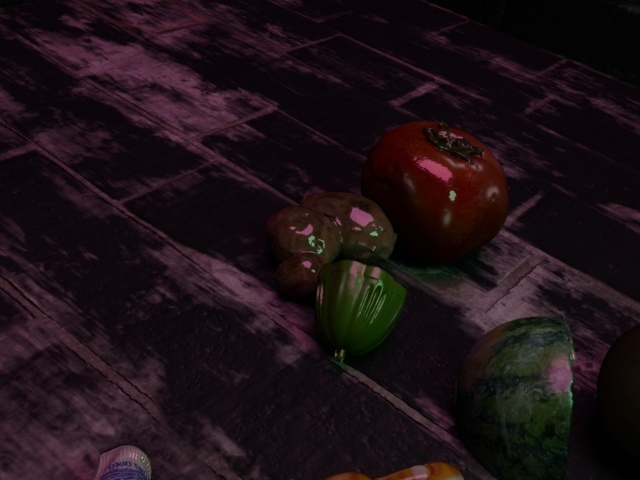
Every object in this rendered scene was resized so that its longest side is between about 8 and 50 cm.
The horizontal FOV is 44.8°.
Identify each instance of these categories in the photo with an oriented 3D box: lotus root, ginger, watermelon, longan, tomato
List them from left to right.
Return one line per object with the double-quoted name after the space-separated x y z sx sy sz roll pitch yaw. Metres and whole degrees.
0.000 0.000 1.651 0.304 0.155 0.244 -29 58 -33 "ginger"
0.056 0.152 1.453 0.186 0.186 0.186 8 35 -5 "lotus root"
0.255 -0.111 1.739 0.293 0.290 0.325 -26 51 -38 "tomato"
0.349 0.278 1.313 0.180 0.224 0.305 32 49 -30 "watermelon"
0.625 0.259 1.355 0.288 0.289 0.350 31 31 25 "longan"

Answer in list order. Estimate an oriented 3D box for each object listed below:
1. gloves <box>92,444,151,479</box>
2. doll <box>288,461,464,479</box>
-0.276 0.375 1.068 0.119 0.097 0.229 40 22 -27 "gloves"
0.096 0.400 1.097 0.269 0.162 0.167 4 66 -20 "doll"
